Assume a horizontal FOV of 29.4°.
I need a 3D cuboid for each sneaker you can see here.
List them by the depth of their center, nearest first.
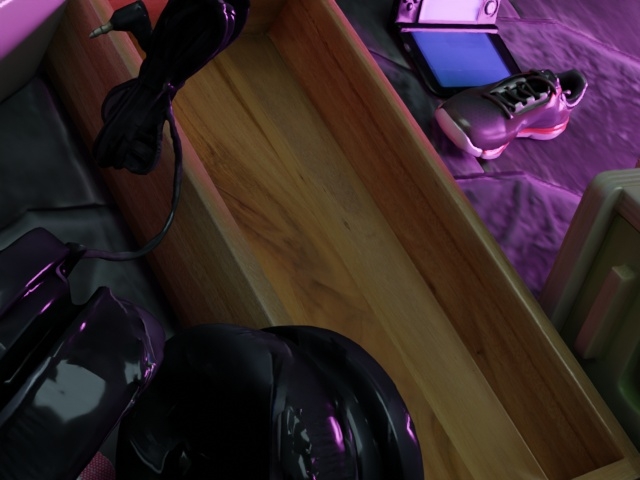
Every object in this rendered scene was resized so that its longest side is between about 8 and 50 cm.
[{"bbox_3d":[0.151,-0.110,0.946,0.158,0.065,0.061,-20,66,-46],"label":"sneaker"}]

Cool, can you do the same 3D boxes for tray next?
[{"bbox_3d":[0.000,0.000,0.722,0.203,0.076,0.411,-8,57,-43],"label":"tray"}]

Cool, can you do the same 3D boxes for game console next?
[{"bbox_3d":[0.122,-0.178,0.988,0.122,0.107,0.071,-8,29,-41],"label":"game console"}]

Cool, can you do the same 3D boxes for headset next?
[{"bbox_3d":[-0.061,0.061,0.486,0.243,0.185,0.394,22,36,-29],"label":"headset"}]

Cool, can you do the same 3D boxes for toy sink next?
[{"bbox_3d":[0.218,0.044,0.742,0.131,0.153,0.234,-6,41,-30],"label":"toy sink"}]

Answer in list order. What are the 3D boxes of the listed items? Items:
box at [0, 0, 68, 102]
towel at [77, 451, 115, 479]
[{"bbox_3d":[-0.237,-0.087,0.603,0.094,0.113,0.275,37,39,0],"label":"box"},{"bbox_3d":[-0.130,0.178,0.496,0.197,0.029,0.144,-21,66,-46],"label":"towel"}]
